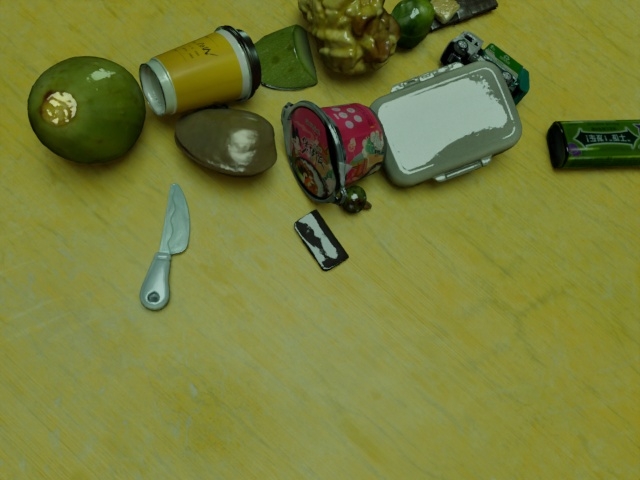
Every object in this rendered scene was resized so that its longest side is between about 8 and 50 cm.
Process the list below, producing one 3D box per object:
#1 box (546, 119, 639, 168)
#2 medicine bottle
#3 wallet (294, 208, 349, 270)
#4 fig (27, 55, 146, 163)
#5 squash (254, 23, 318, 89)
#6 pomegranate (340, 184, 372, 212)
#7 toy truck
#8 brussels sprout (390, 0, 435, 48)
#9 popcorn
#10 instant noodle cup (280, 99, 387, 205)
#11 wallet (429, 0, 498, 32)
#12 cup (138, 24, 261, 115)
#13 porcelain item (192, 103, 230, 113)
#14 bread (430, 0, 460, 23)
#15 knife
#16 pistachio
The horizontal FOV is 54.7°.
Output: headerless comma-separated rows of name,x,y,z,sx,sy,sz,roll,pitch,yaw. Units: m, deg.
box,0.810,-0.267,1.715,0.345,0.097,0.134,-3,65,-8
medicine bottle,0.320,-0.301,1.619,0.375,0.123,0.282,-21,86,-4
wallet,0.000,0.000,1.572,0.082,0.018,0.156,-33,80,-16
fig,-0.558,-0.304,1.443,0.258,0.326,0.258,1,103,4
squash,-0.105,-0.508,1.678,0.184,0.085,0.192,-10,73,-11
pomegranate,0.091,-0.099,1.591,0.084,0.073,0.073,47,73,-11
toy truck,0.465,-0.475,1.729,0.253,0.114,0.124,41,60,6
brussels sprout,0.252,-0.613,1.726,0.117,0.155,0.155,25,72,2
popcorn,0.060,-0.587,1.638,0.225,0.265,0.332,-36,63,-11
instant noodle cup,0.049,-0.239,1.547,0.181,0.258,0.302,-20,76,-26
wallet,0.397,-0.698,1.818,0.230,0.042,0.124,-22,80,-11
cup,-0.296,-0.415,1.547,0.280,0.196,0.196,-28,78,-29
porcelain item,-0.314,-0.354,1.638,0.136,0.021,0.075,31,72,3
bread,0.348,-0.665,1.771,0.083,0.035,0.070,37,80,12
knife,-0.368,0.012,1.517,0.080,0.044,0.331,11,69,-3
pistachio,-0.237,-0.242,1.544,0.260,0.163,0.212,4,40,-4
